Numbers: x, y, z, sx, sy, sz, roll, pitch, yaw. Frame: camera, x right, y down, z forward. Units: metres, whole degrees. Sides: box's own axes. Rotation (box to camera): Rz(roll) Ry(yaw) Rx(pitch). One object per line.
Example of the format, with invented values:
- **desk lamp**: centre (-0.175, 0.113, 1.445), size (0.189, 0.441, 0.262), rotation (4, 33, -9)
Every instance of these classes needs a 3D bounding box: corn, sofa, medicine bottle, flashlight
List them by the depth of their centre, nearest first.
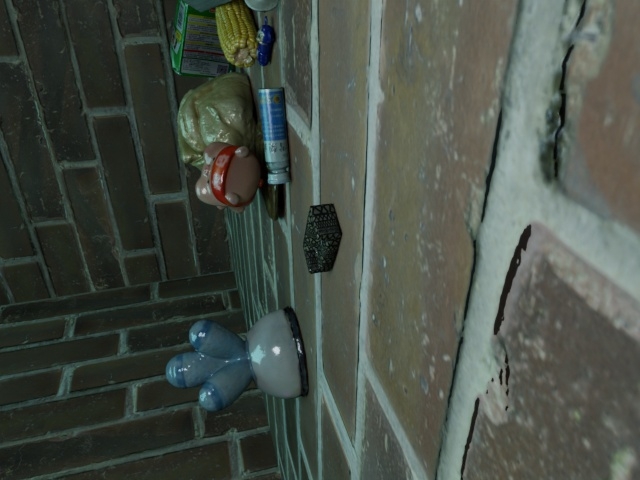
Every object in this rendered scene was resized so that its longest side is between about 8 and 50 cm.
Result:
- **sofa**: centre (0.000, 0.000, 0.792), size (0.118, 0.039, 0.060), rotation (103, 155, -58)
- **medicine bottle**: centre (-0.092, -0.212, 1.030), size (0.051, 0.051, 0.191), rotation (-135, 40, -69)
- **flashlight**: centre (-0.118, -0.406, 1.052), size (0.121, 0.035, 0.057), rotation (124, 135, -71)
- **corn**: centre (-0.205, -0.519, 1.231), size (0.093, 0.093, 0.244), rotation (100, 158, -53)

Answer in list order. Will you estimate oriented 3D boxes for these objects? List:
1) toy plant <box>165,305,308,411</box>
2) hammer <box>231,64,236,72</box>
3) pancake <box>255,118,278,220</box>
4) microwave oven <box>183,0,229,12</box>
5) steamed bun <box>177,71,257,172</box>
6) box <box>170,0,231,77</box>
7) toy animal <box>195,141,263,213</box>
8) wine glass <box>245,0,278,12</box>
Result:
- **toy plant**: centre (-0.216, 0.306, 1.265), size (0.247, 0.332, 0.247), rotation (171, 90, -79)
- **hammer**: centre (-0.287, -0.601, 1.654), size (0.152, 0.044, 0.427), rotation (-116, 23, -54)
- **pancake**: centre (-0.127, -0.165, 1.247), size (0.250, 0.031, 0.250), rotation (171, 90, -77)
- **microwave oven**: centre (-0.279, -0.636, 1.173), size (0.208, 0.162, 0.123), rotation (22, 87, 54)
- **steamed bun**: centre (-0.302, -0.298, 1.502), size (0.325, 0.230, 0.373), rotation (-124, 31, -56)
- **box**: centre (-0.342, -0.606, 1.502), size (0.250, 0.180, 0.103), rotation (117, 143, -45)
- **toy animal**: centre (-0.221, -0.152, 1.252), size (0.197, 0.171, 0.171), rotation (154, 107, -83)
- **wine glass**: centre (-0.097, -0.469, 0.854), size (0.155, 0.073, 0.073), rotation (114, 146, -71)
